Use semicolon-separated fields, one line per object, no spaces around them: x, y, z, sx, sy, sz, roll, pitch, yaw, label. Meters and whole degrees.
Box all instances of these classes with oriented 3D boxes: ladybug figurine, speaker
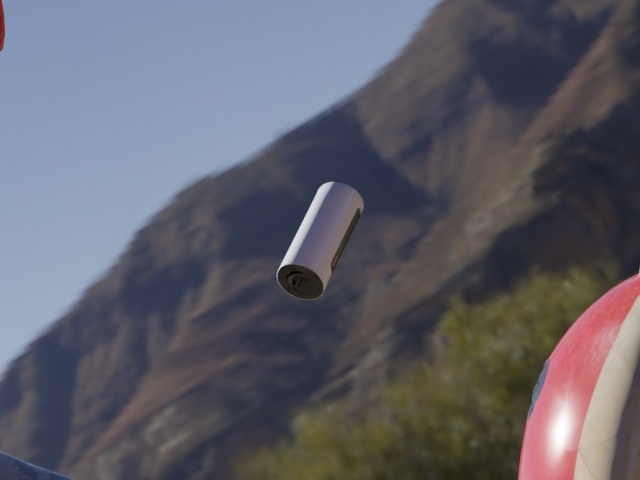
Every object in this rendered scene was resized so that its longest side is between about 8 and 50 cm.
0.243;0.217;1.282;0.162;0.449;0.305;1;10;40;ladybug figurine
0.000;0.000;2.034;0.055;0.055;0.136;-35;21;45;speaker

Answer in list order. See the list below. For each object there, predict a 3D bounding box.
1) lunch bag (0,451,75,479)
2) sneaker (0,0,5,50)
-0.358;0.361;1.825;0.305;0.213;0.256;-122;54;-73;lunch bag
-0.268;-0.092;1.157;0.221;0.087;0.128;-30;-4;39;sneaker
